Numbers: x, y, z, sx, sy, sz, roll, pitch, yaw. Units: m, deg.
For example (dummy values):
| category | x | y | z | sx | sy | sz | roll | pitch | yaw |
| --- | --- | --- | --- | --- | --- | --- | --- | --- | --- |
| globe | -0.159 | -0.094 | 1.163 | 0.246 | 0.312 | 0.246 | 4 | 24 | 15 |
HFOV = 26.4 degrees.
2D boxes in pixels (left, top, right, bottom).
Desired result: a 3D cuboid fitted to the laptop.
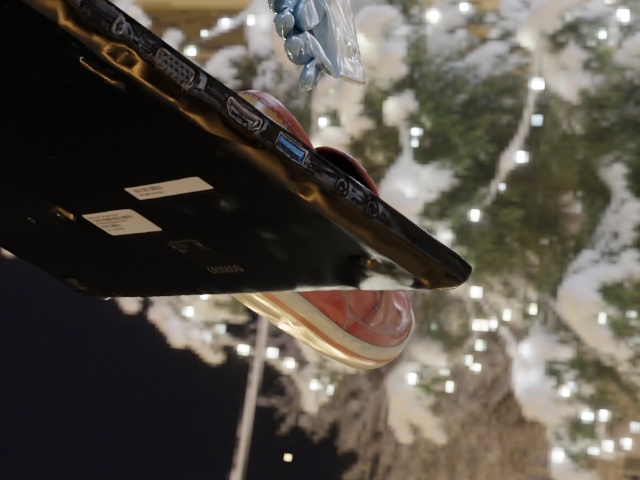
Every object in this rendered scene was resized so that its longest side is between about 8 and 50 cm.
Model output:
| category | x | y | z | sx | sy | sz | roll | pitch | yaw |
| --- | --- | --- | --- | --- | --- | --- | --- | --- | --- |
| laptop | -0.096 | -0.101 | 0.413 | 0.264 | 0.234 | 0.136 | 35 | -110 | -27 |

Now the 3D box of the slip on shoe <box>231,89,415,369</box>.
| category | x | y | z | sx | sy | sz | roll | pitch | yaw |
| --- | --- | --- | --- | --- | --- | --- | --- | --- | --- |
| slip on shoe | 0.000 | 0.000 | 0.832 | 0.101 | 0.123 | 0.331 | -49 | -25 | 2 |

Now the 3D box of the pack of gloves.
| category | x | y | z | sx | sy | sz | roll | pitch | yaw |
| --- | --- | --- | --- | --- | --- | --- | --- | --- | --- |
| pack of gloves | -0.027 | -0.200 | 0.968 | 0.232 | 0.046 | 0.195 | -31 | -69 | -76 |
